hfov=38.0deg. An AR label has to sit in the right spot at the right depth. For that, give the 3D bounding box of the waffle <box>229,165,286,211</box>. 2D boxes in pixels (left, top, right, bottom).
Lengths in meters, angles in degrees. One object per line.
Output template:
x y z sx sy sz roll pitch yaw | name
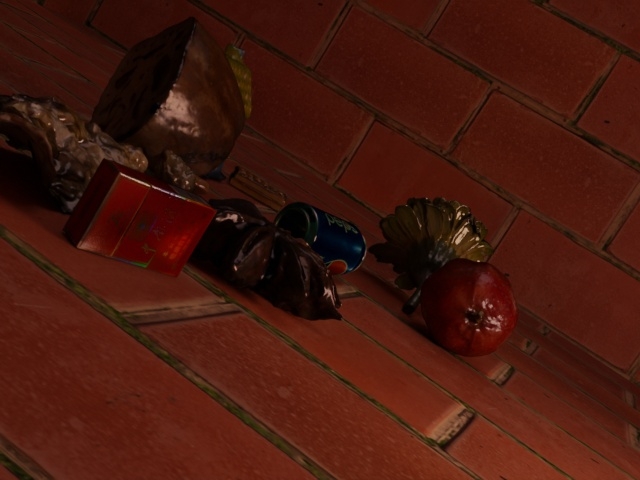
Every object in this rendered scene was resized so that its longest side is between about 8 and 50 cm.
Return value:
-0.155 -0.129 2.300 0.148 0.042 0.102 30 7 -11 | waffle

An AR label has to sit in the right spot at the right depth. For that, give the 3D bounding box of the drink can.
0.000 0.000 1.853 0.118 0.118 0.205 38 11 37 | drink can

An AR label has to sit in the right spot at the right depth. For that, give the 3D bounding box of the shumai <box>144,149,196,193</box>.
-0.244 -0.079 1.556 0.139 0.105 0.123 59 10 9 | shumai

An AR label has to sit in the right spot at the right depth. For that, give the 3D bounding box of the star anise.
-0.102 0.018 1.430 0.315 0.108 0.315 29 11 -6 | star anise

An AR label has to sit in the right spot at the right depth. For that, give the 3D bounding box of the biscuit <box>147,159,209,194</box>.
-0.251 -0.105 1.639 0.118 0.023 0.140 12 -21 7 | biscuit

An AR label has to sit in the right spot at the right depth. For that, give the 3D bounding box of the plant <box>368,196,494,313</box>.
0.269 0.038 2.120 0.306 0.261 0.297 42 7 -2 | plant

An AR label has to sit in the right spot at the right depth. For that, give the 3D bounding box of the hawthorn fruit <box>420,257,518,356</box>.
0.299 0.138 1.871 0.205 0.205 0.253 32 9 5 | hawthorn fruit

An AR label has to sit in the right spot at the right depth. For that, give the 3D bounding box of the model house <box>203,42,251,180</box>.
-0.279 -0.317 2.131 0.215 0.303 0.237 27 8 11 | model house

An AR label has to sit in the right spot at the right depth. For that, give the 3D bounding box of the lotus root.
-0.302 -0.240 1.840 0.250 0.316 0.316 49 -4 -37 | lotus root

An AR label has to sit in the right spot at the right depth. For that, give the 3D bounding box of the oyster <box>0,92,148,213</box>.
-0.366 -0.130 1.287 0.238 0.115 0.351 37 10 29 | oyster

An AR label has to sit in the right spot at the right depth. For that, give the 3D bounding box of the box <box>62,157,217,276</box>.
-0.227 -0.026 1.193 0.048 0.112 0.175 39 12 38 | box
